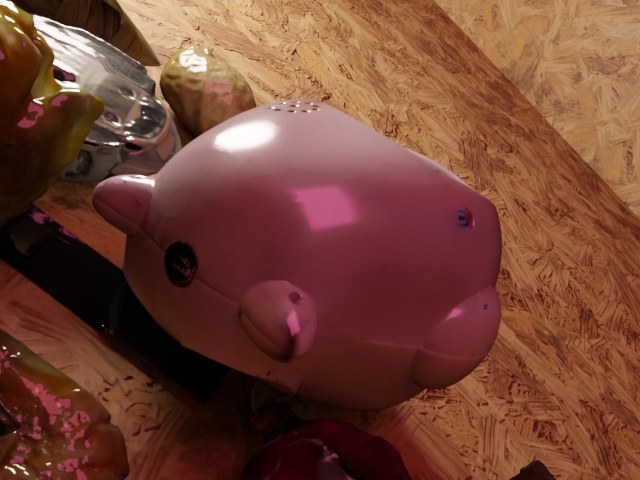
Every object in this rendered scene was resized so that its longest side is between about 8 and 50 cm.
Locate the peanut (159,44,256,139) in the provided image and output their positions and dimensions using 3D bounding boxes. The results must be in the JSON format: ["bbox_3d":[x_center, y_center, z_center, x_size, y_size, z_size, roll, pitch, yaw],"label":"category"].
[{"bbox_3d":[-0.157,-0.204,1.092,0.159,0.109,0.140,54,4,6],"label":"peanut"}]

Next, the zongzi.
[{"bbox_3d":[-0.385,-0.350,1.057,0.274,0.145,0.300,44,14,21],"label":"zongzi"}]

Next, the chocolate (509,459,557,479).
[{"bbox_3d":[0.272,0.385,0.758,0.321,0.112,0.112,50,31,22],"label":"chocolate"}]

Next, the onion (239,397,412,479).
[{"bbox_3d":[0.000,0.207,0.678,0.173,0.135,0.198,4,45,-43],"label":"onion"}]

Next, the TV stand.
[{"bbox_3d":[-0.200,0.062,0.756,0.256,0.040,0.049,37,30,-1],"label":"TV stand"}]

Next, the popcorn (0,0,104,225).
[{"bbox_3d":[-0.335,-0.094,0.614,0.225,0.276,0.276,30,27,18],"label":"popcorn"}]

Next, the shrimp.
[{"bbox_3d":[-0.262,0.125,0.594,0.267,0.061,0.145,47,41,10],"label":"shrimp"}]

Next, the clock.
[{"bbox_3d":[0.000,0.000,0.770,0.368,0.250,0.377,35,18,29],"label":"clock"}]

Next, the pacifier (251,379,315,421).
[{"bbox_3d":[-0.028,0.164,0.781,0.083,0.064,0.068,6,61,-42],"label":"pacifier"}]

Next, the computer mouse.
[{"bbox_3d":[-0.338,-0.164,0.848,0.389,0.115,0.199,27,33,-13],"label":"computer mouse"}]
